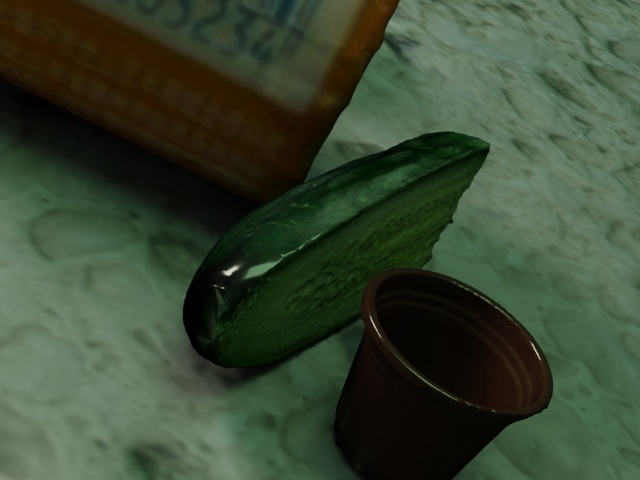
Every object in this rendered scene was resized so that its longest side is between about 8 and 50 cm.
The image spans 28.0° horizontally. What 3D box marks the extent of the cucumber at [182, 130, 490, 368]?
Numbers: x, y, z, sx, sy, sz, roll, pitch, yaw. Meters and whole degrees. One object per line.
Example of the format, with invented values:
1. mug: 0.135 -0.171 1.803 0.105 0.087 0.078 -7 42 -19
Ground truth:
1. cucumber: 0.000 0.000 0.737 0.063 0.115 0.244 34 30 20

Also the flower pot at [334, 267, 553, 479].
1. flower pot: 0.054 0.083 0.682 0.111 0.089 0.111 21 31 -13

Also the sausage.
1. sausage: -0.099 -0.177 0.800 0.287 0.233 0.233 25 32 -5
